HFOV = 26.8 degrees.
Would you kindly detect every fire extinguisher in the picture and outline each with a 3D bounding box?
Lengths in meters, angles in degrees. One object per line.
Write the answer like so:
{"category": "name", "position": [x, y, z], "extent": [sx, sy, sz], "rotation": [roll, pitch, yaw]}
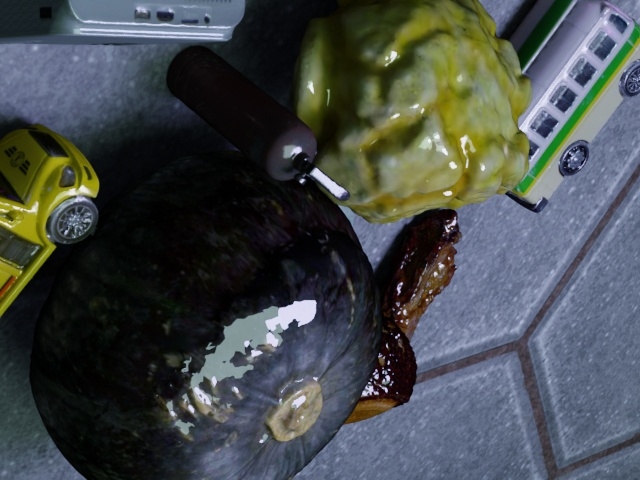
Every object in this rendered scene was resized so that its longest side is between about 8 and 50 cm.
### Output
{"category": "fire extinguisher", "position": [-0.069, -0.129, 1.522], "extent": [0.072, 0.267, 0.089], "rotation": [-50, 142, 1]}

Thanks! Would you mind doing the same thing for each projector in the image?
{"category": "projector", "position": [-0.221, -0.245, 1.301], "extent": [0.198, 0.250, 0.108], "rotation": [-4, 97, -39]}

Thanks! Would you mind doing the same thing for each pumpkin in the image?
{"category": "pumpkin", "position": [-0.132, 0.110, 1.593], "extent": [0.454, 0.344, 0.454], "rotation": [-34, 143, -31]}

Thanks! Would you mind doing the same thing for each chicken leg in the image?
{"category": "chicken leg", "position": [0.138, 0.092, 2.041], "extent": [0.177, 0.083, 0.322], "rotation": [-2, 121, -59]}

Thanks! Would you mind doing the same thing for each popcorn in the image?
{"category": "popcorn", "position": [0.115, -0.183, 1.600], "extent": [0.293, 0.334, 0.292], "rotation": [8, 123, 0]}

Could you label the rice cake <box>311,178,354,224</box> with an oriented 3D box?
{"category": "rice cake", "position": [0.000, 0.001, 1.847], "extent": [0.069, 0.063, 0.206], "rotation": [-11, 126, -29]}

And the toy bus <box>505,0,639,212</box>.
{"category": "toy bus", "position": [0.323, -0.211, 1.911], "extent": [0.179, 0.143, 0.305], "rotation": [29, 100, -47]}

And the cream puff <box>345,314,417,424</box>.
{"category": "cream puff", "position": [0.018, 0.174, 1.897], "extent": [0.239, 0.165, 0.239], "rotation": [-9, 166, -2]}

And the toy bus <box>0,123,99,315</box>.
{"category": "toy bus", "position": [-0.391, 0.013, 1.440], "extent": [0.330, 0.144, 0.152], "rotation": [-51, 139, 5]}
